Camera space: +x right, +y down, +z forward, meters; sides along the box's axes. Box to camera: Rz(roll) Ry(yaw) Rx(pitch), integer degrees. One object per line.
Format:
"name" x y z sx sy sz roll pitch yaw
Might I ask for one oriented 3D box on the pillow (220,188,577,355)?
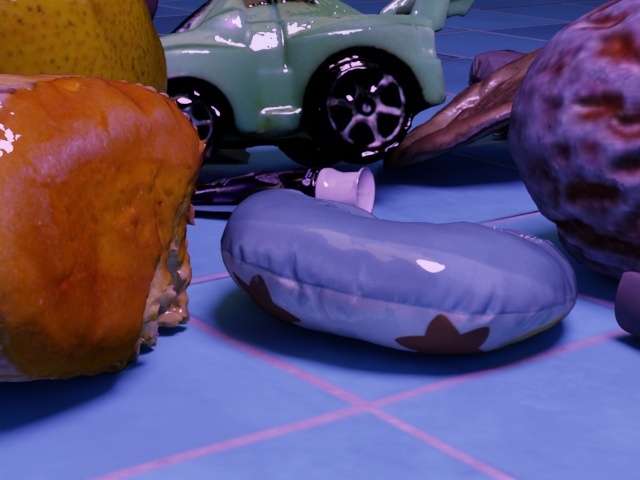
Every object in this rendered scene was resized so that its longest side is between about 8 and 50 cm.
"pillow" 0.052 0.013 0.892 0.233 0.086 0.214 8 12 20

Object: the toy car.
"toy car" -0.038 -0.151 1.243 0.359 0.176 0.213 -3 2 -12

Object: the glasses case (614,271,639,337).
"glasses case" 0.256 0.061 0.799 0.072 0.042 0.190 0 14 -28

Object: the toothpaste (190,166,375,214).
"toothpaste" -0.053 -0.038 1.152 0.193 0.045 0.071 1 11 22

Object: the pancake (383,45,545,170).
"pancake" 0.173 -0.134 1.322 0.250 0.031 0.250 -28 10 5

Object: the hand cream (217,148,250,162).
"hand cream" -0.120 -0.133 1.466 0.075 0.052 0.248 -2 16 -6

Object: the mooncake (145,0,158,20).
"mooncake" -0.291 -0.194 1.273 0.154 0.306 0.306 20 24 36

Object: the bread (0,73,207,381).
"bread" -0.158 -0.009 0.791 0.133 0.179 0.250 -2 4 23

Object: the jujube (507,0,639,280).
"jujube" 0.287 -0.073 0.959 0.308 0.215 0.246 5 15 19

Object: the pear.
"pear" -0.256 -0.116 0.998 0.294 0.294 0.294 1 16 0

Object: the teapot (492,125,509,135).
"teapot" 0.235 -0.132 1.498 0.110 0.085 0.080 35 1 14

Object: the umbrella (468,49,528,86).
"umbrella" 0.279 -0.171 1.588 0.073 0.067 0.337 -20 22 -20
